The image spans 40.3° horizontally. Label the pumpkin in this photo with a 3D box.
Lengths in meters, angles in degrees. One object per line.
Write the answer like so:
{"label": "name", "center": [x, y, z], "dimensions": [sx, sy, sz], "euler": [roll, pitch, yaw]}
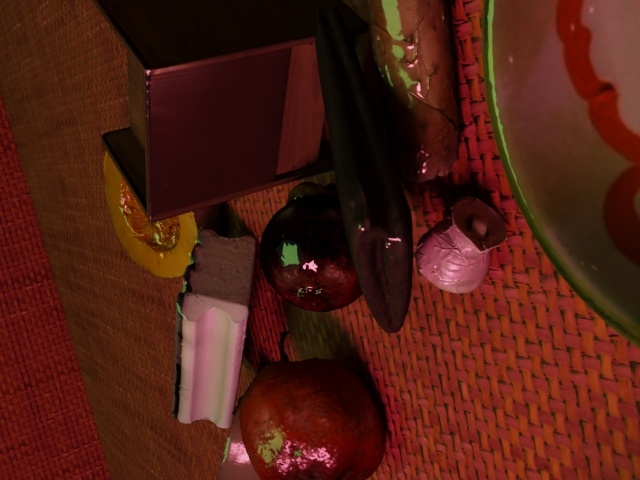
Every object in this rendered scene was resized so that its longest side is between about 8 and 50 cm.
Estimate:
{"label": "pumpkin", "center": [-0.213, -0.056, 1.264], "dimensions": [0.217, 0.110, 0.218], "euler": [20, 117, 44]}

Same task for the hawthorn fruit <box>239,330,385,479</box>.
{"label": "hawthorn fruit", "center": [-0.017, 0.192, 0.991], "dimensions": [0.157, 0.156, 0.194], "euler": [115, 141, -53]}

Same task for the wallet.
{"label": "wallet", "center": [0.035, -0.062, 0.726], "dimensions": [0.169, 0.052, 0.245], "euler": [74, -176, -57]}

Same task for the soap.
{"label": "soap", "center": [-0.142, 0.127, 1.189], "dimensions": [0.150, 0.094, 0.261], "euler": [-81, 1, -46]}

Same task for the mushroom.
{"label": "mushroom", "center": [-0.085, 0.293, 1.216], "dimensions": [0.117, 0.141, 0.188], "euler": [29, 146, 5]}

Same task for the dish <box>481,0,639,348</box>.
{"label": "dish", "center": [0.225, -0.098, 0.389], "dimensions": [0.324, 0.124, 0.324], "euler": [25, 120, 54]}

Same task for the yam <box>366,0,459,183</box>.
{"label": "yam", "center": [0.066, -0.202, 0.678], "dimensions": [0.071, 0.067, 0.318], "euler": [21, 126, 55]}

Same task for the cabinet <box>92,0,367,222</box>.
{"label": "cabinet", "center": [-0.094, -0.152, 0.847], "dimensions": [0.148, 0.215, 0.175], "euler": [53, 148, 35]}

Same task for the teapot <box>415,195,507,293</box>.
{"label": "teapot", "center": [0.117, -0.004, 0.720], "dimensions": [0.064, 0.064, 0.083], "euler": [120, 158, -47]}

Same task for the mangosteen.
{"label": "mangosteen", "center": [0.000, 0.000, 0.886], "dimensions": [0.140, 0.140, 0.140], "euler": [40, 139, 46]}
